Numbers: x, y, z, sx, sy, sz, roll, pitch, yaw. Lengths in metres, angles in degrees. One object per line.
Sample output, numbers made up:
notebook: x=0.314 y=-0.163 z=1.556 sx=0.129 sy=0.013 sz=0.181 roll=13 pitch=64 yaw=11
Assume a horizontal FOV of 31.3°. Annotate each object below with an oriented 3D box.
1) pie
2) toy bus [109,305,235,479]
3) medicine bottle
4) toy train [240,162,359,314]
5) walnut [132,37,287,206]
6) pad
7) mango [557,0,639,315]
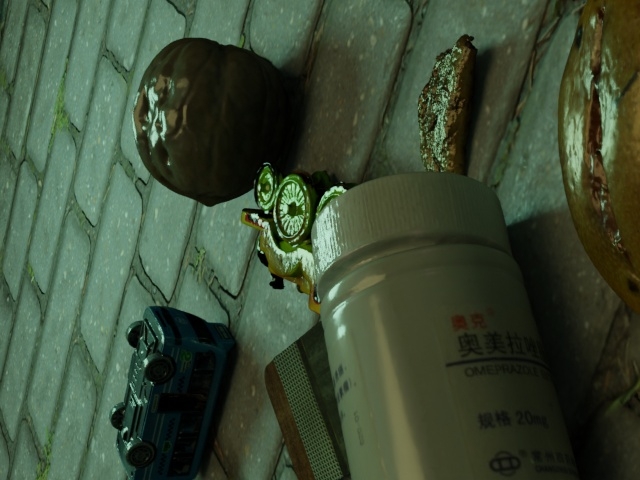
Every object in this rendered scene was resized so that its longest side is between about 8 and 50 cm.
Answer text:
pie: x=0.130 y=-0.129 z=1.174 sx=0.092 sy=0.034 sz=0.170 roll=32 pitch=119 yaw=57
toy bus: x=-0.217 y=0.222 z=1.637 sx=0.113 sy=0.134 sz=0.246 roll=48 pitch=127 yaw=56
medicine bottle: x=0.105 y=0.119 z=1.010 sx=0.190 sy=0.190 sz=0.332 roll=-46 pitch=47 yaw=49
toy train: x=0.000 y=0.000 z=1.316 sx=0.296 sy=0.100 sz=0.161 roll=24 pitch=108 yaw=60
walnut: x=-0.146 y=-0.155 z=1.512 sx=0.224 sy=0.224 sz=0.224 roll=-17 pitch=70 yaw=59
pad: x=-0.056 y=0.132 z=1.326 sx=0.323 sy=0.055 sz=0.250 roll=53 pitch=151 yaw=6
mango: x=0.251 y=-0.072 z=0.849 sx=0.177 sy=0.120 sz=0.295 roll=-10 pitch=77 yaw=62
